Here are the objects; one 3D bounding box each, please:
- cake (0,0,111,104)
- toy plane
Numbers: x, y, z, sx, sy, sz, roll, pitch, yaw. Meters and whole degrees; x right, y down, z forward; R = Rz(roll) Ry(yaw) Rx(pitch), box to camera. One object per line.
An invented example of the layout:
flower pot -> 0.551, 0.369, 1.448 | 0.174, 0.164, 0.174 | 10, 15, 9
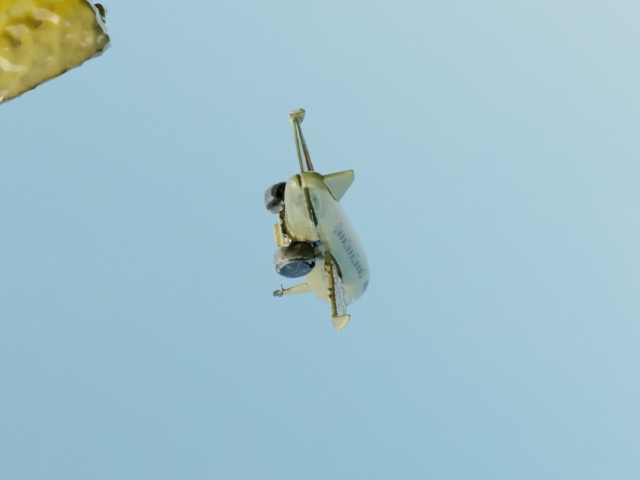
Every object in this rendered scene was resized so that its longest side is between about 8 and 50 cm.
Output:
cake -> -0.316, -0.237, 1.037 | 0.227, 0.286, 0.222 | -27, -157, -5
toy plane -> 0.000, 0.000, 1.383 | 0.104, 0.256, 0.242 | -9, -121, -5
